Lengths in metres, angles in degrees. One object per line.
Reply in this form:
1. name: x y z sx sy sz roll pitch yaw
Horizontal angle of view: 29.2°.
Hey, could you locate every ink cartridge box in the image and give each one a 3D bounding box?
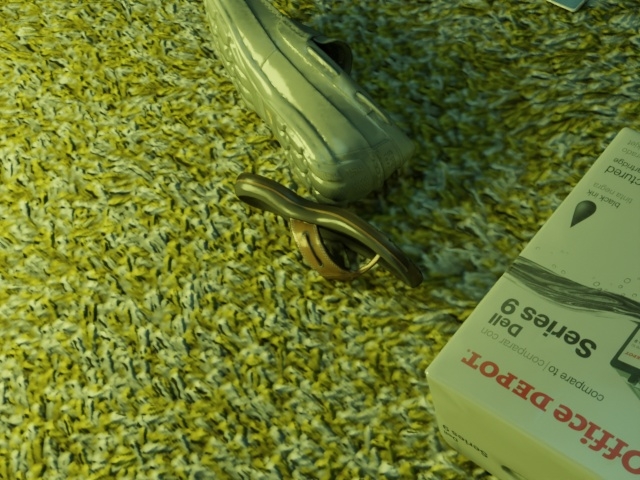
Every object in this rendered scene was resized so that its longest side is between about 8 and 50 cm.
1. ink cartridge box: 0.254 0.079 0.977 0.211 0.121 0.289 30 67 31

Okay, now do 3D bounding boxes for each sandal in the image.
1. sandal: 0.000 0.000 1.127 0.219 0.090 0.060 26 82 27

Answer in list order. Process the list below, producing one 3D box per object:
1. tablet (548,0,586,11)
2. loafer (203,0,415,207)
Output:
1. tablet: 0.251 -0.273 1.304 0.083 0.006 0.054 32 68 32
2. loafer: -0.021 -0.167 1.241 0.111 0.112 0.319 -27 61 -12
